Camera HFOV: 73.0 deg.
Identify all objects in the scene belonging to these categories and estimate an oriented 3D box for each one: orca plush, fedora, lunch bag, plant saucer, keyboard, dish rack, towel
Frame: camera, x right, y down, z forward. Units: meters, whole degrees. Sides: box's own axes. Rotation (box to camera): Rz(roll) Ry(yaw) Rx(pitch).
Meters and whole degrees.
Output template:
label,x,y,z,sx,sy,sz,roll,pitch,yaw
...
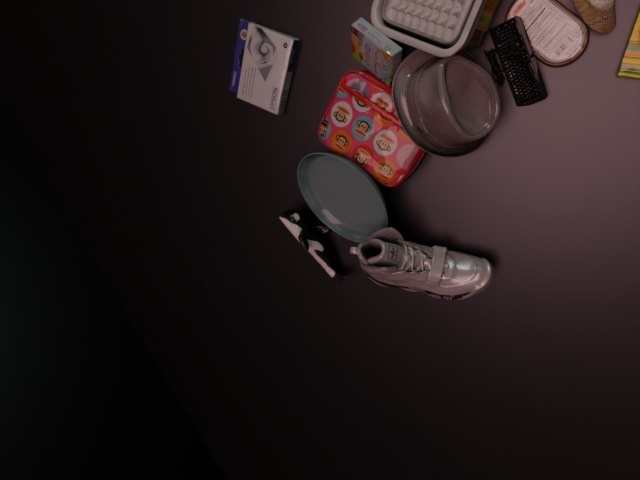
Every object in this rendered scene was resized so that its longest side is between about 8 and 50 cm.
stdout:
label,x,y,z,sx,sy,sz,roll,pitch,yaw
orca plush,0.000,0.000,1.368,0.102,0.151,0.287,-40,82,4
fedora,0.303,-0.323,0.977,0.243,0.124,0.275,-29,101,-5
lunch bag,0.162,-0.311,1.142,0.293,0.120,0.258,37,119,13
plant saucer,0.067,-0.125,1.242,0.317,0.044,0.317,32,150,21
keyboard,0.429,-0.389,0.973,0.100,0.038,0.192,-10,112,52
dish rack,0.257,-0.575,0.892,0.285,0.072,0.333,43,128,35
towel,0.676,-0.438,0.843,0.102,0.021,0.237,15,115,19

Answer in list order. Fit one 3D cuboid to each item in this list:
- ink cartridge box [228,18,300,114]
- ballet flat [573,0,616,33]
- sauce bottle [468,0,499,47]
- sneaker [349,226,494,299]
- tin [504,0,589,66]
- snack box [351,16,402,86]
label,x,y,z,sx,sy,sz,roll,pitch,yaw
ink cartridge box,-0.186,-0.523,1.300,0.224,0.045,0.223,27,121,19
ballet flat,0.533,-0.511,0.858,0.073,0.067,0.206,-35,91,-7
sauce bottle,0.355,-0.599,0.911,0.111,0.111,0.344,26,120,20
sneaker,0.258,0.064,1.156,0.366,0.210,0.137,4,73,32
tin,0.488,-0.458,0.935,0.189,0.040,0.106,44,120,9
snack box,0.132,-0.452,1.039,0.141,0.037,0.100,47,170,19
